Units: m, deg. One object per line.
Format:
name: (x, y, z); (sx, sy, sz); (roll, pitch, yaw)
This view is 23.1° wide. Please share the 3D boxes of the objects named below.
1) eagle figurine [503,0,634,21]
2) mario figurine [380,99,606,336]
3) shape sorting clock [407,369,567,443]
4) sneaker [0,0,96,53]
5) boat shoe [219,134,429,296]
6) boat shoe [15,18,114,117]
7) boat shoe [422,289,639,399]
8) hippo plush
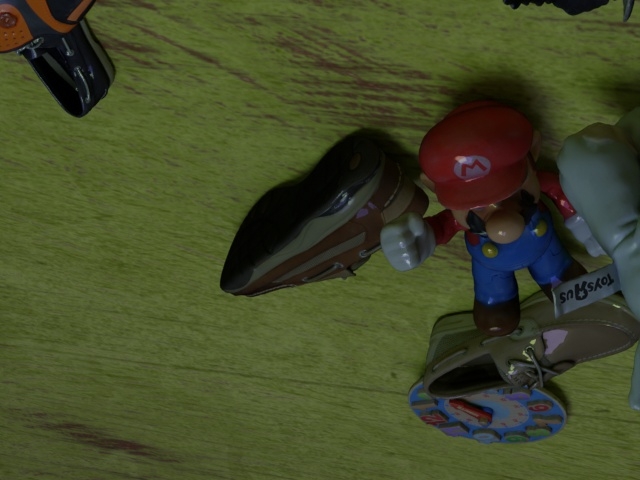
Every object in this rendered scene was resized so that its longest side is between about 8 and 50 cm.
eagle figurine: (0.227, -0.267, 1.138); (0.298, 0.226, 0.225); (18, 115, -27)
mario figurine: (0.186, -0.001, 1.576); (0.170, 0.198, 0.320); (26, 160, 34)
shape sorting clock: (0.213, 0.218, 2.013); (0.206, 0.040, 0.206); (12, 154, 6)
sneaker: (-0.369, -0.280, 1.486); (0.321, 0.125, 0.180); (28, 129, -11)
boat shoe: (0.000, 0.000, 1.747); (0.120, 0.123, 0.324); (30, 148, -20)
boat shoe: (-0.287, -0.212, 1.635); (0.075, 0.065, 0.206); (1, 142, 33)
boat shoe: (0.244, 0.130, 1.823); (0.302, 0.098, 0.109); (-13, 135, 42)
hippo plush: (0.345, -0.054, 1.362); (0.234, 0.294, 0.236); (52, 138, 10)
